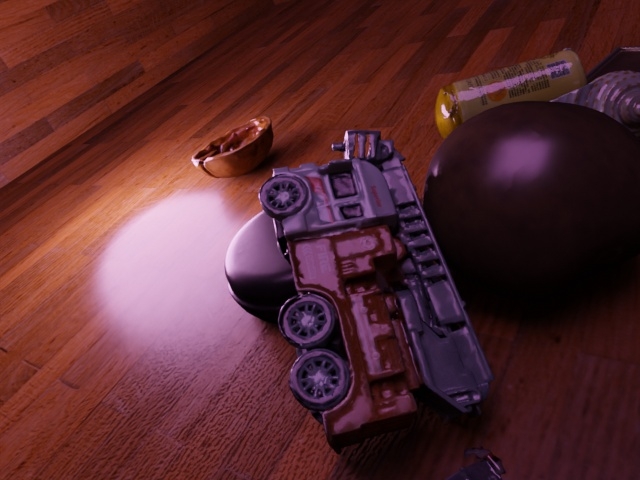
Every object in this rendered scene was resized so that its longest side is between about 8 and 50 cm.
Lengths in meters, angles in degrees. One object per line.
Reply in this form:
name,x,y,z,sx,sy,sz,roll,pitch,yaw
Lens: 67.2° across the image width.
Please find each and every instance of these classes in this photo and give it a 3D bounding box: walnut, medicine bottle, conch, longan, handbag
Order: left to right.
walnut,-0.183,-0.199,1.101,0.211,0.087,0.167,-42,32,-27
handbag,0.000,-0.001,0.727,0.308,0.093,0.253,-27,35,-5
medicine bottle,0.321,-0.240,0.839,0.239,0.124,0.124,-15,36,14
longan,0.243,-0.045,0.546,0.249,0.248,0.248,-16,35,11
conch,0.372,-0.134,0.658,0.173,0.200,0.131,-23,70,0

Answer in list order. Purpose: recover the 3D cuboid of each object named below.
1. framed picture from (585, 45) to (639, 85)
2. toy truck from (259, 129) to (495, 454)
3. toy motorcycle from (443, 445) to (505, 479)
framed picture,0.602,-0.277,0.813,0.213,0.016,0.289,-39,37,-22
toy truck,0.046,0.036,0.527,0.185,0.133,0.338,-13,61,0
toy motorcycle,0.137,0.279,0.248,0.222,0.147,0.325,-10,32,-20
